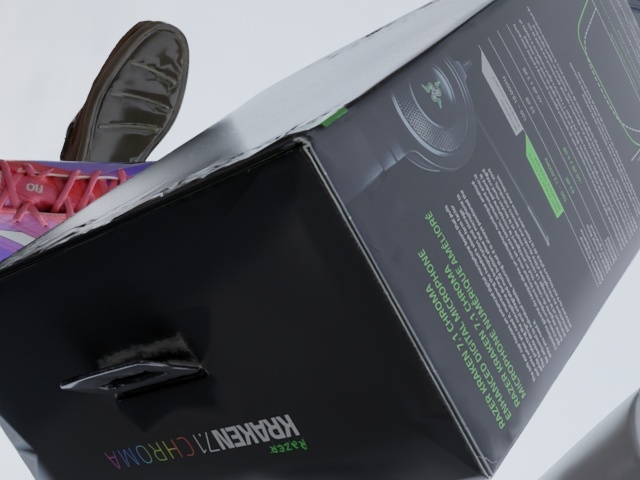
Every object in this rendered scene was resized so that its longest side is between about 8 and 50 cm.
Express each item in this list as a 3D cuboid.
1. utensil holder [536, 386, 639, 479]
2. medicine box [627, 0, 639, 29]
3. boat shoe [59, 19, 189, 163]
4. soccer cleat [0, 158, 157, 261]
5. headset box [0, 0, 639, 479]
[{"bbox_3d":[0.357,0.388,1.218,0.385,0.327,0.328,-56,-157,36],"label":"utensil holder"},{"bbox_3d":[0.355,-0.189,1.342,0.289,0.149,0.263,110,-8,-46],"label":"medicine box"},{"bbox_3d":[-0.256,-0.126,1.275,0.104,0.110,0.307,39,-72,47],"label":"boat shoe"},{"bbox_3d":[-0.251,-0.029,0.972,0.318,0.116,0.109,-8,-121,1],"label":"soccer cleat"},{"bbox_3d":[0.000,0.000,0.493,0.246,0.131,0.283,-19,-165,42],"label":"headset box"}]
